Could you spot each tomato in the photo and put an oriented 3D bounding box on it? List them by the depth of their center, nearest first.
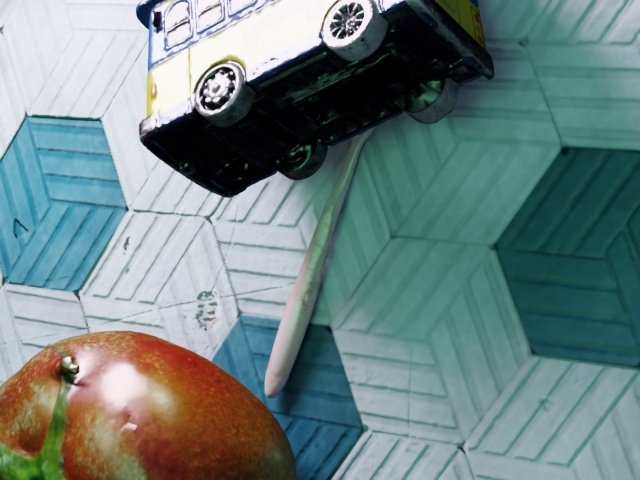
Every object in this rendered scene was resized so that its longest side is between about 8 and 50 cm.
[{"bbox_3d":[-0.165,0.232,1.303,0.303,0.239,0.304,-10,74,38],"label":"tomato"}]

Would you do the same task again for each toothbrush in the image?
[{"bbox_3d":[0.000,0.000,1.336,0.025,0.029,0.307,22,99,21],"label":"toothbrush"}]

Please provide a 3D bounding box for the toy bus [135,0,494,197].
[{"bbox_3d":[-0.012,-0.169,1.264,0.287,0.138,0.175,-23,55,27],"label":"toy bus"}]
